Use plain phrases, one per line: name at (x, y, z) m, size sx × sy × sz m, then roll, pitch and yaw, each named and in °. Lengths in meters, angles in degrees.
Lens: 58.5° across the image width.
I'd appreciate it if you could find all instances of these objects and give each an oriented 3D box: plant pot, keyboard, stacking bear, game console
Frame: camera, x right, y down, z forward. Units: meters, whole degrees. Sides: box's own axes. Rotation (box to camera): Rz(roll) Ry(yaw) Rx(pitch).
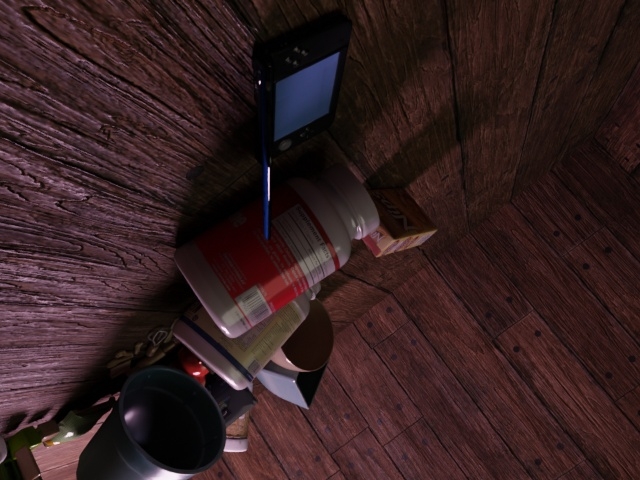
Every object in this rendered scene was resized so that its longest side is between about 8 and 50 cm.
plant pot at (-0.139, 0.487, 2.302) m, size 0.247 × 0.253 × 0.247 m, roll 73°, pitch 34°, yaw -46°
plant pot at (-0.115, 0.349, 2.100) m, size 0.191 × 0.283 × 0.284 m, roll -22°, pitch 177°, yaw 42°
keyboard at (-0.594, 0.420, 1.696) m, size 0.180 × 0.023 × 0.108 m, roll -22°, pitch 152°, yaw -38°
plant pot at (-0.507, 0.599, 1.653) m, size 0.334 × 0.341 × 0.341 m, roll -47°, pitch 161°, yaw 23°
stacking bear at (-0.445, 0.446, 1.837) m, size 0.289 × 0.164 × 0.175 m, roll -53°, pitch -177°, yaw 18°
game console at (-0.028, -0.175, 0.944) m, size 0.250 × 0.173 × 0.293 m, roll -31°, pitch 163°, yaw -17°

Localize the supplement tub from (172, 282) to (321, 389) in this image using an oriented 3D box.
supplement tub at (-0.176, 0.177, 1.420) m, size 0.324 × 0.235 × 0.235 m, roll -49°, pitch 168°, yaw -18°

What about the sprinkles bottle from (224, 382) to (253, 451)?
sprinkles bottle at (-0.340, 0.665, 2.318) m, size 0.122 × 0.354 × 0.121 m, roll 4°, pitch 168°, yaw 1°

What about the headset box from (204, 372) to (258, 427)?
headset box at (-0.385, 0.563, 2.044) m, size 0.246 × 0.131 × 0.283 m, roll -37°, pitch -158°, yaw -15°

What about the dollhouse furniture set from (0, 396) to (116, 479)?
dollhouse furniture set at (-0.722, 0.586, 1.617) m, size 0.198 × 0.151 × 0.302 m, roll -36°, pitch 165°, yaw 26°

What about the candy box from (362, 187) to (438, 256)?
candy box at (0.212, -0.063, 1.721) m, size 0.087 × 0.182 × 0.317 m, roll -47°, pitch 161°, yaw 28°

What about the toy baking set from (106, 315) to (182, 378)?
toy baking set at (-0.480, 0.308, 1.598) m, size 0.256 × 0.030 × 0.196 m, roll -32°, pitch 163°, yaw -15°

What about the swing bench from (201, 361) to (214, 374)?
swing bench at (-0.257, 0.242, 1.656) m, size 0.255 × 0.165 × 0.253 m, roll -26°, pitch 162°, yaw -16°

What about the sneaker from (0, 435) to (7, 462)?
sneaker at (-0.854, 0.508, 1.334) m, size 0.126 × 0.091 × 0.240 m, roll -18°, pitch 164°, yaw 2°

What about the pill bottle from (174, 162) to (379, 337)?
pill bottle at (-0.085, 0.009, 1.234) m, size 0.408 × 0.229 × 0.229 m, roll -34°, pitch 163°, yaw -11°
